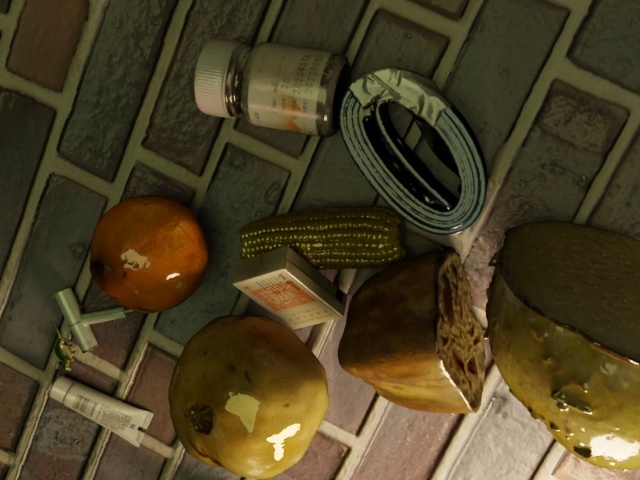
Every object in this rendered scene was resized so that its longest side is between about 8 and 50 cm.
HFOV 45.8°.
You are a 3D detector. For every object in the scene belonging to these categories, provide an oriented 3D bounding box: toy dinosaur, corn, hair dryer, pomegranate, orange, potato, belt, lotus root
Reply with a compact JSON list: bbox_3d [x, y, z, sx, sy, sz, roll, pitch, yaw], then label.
[{"bbox_3d":[-0.609,0.251,1.780,0.060,0.029,0.119,-28,91,32],"label":"toy dinosaur"},{"bbox_3d":[0.000,0.000,1.526,0.345,0.131,0.131,-5,99,15],"label":"corn"},{"bbox_3d":[-0.499,0.155,1.730,0.183,0.044,0.154,-25,95,12],"label":"hair dryer"},{"bbox_3d":[-0.139,0.309,1.529,0.333,0.332,0.332,3,101,14],"label":"pomegranate"},{"bbox_3d":[-0.351,0.028,1.556,0.246,0.246,0.246,3,101,14],"label":"orange"},{"bbox_3d":[0.455,0.200,1.297,0.386,0.442,0.319,8,116,0],"label":"potato"},{"bbox_3d":[0.185,-0.173,1.451,0.212,0.117,0.347,-37,90,19],"label":"belt"},{"bbox_3d":[0.188,0.176,1.468,0.250,0.316,0.316,-14,97,35],"label":"lotus root"}]

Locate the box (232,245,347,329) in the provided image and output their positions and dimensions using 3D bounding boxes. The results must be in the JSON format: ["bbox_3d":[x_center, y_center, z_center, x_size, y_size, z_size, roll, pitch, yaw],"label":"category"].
[{"bbox_3d":[-0.059,0.099,1.521,0.141,0.058,0.201,-17,137,33],"label":"box"}]

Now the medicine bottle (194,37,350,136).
[{"bbox_3d":[-0.090,-0.298,1.471,0.274,0.165,0.165,10,103,12],"label":"medicine bottle"}]

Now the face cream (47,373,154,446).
[{"bbox_3d":[-0.515,0.389,1.769,0.244,0.058,0.092,26,100,2],"label":"face cream"}]
